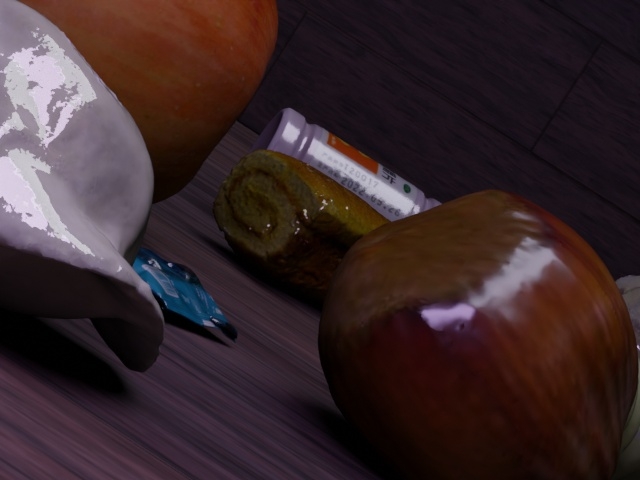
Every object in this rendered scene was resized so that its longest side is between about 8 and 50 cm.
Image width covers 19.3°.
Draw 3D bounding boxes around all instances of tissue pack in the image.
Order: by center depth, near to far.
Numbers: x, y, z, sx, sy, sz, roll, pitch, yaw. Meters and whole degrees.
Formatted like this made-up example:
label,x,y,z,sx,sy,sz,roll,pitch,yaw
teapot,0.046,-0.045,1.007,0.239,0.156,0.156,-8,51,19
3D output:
label,x,y,z,sx,sy,sz,roll,pitch,yaw
tissue pack,-0.114,0.017,1.210,0.138,0.028,0.085,32,4,36

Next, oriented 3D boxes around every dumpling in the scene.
label,x,y,z,sx,sy,sz,roll,pitch,yaw
dumpling,-0.158,-0.039,0.891,0.250,0.132,0.162,48,-4,1

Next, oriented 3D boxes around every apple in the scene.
label,x,y,z,sx,sy,sz,roll,pitch,yaw
apple,-0.166,-0.151,1.342,0.241,0.242,0.242,30,5,-12

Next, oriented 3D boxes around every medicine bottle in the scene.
label,x,y,z,sx,sy,sz,roll,pitch,yaw
medicine bottle,0.035,-0.015,1.880,0.250,0.133,0.133,32,5,-9

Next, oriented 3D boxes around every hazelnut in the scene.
label,x,y,z,sx,sy,sz,roll,pitch,yaw
hazelnut,0.091,0.076,1.143,0.186,0.210,0.210,9,-5,22

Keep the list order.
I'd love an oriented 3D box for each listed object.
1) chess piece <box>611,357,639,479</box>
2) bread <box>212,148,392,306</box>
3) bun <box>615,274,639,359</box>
label,x,y,z,sx,sy,sz,roll,pitch,yaw
chess piece,0.218,0.140,1.545,0.144,0.144,0.251,35,0,28
bread,0.000,0.000,1.649,0.172,0.103,0.132,30,6,-46
bun,0.412,0.159,2.130,0.281,0.205,0.281,32,7,-4
